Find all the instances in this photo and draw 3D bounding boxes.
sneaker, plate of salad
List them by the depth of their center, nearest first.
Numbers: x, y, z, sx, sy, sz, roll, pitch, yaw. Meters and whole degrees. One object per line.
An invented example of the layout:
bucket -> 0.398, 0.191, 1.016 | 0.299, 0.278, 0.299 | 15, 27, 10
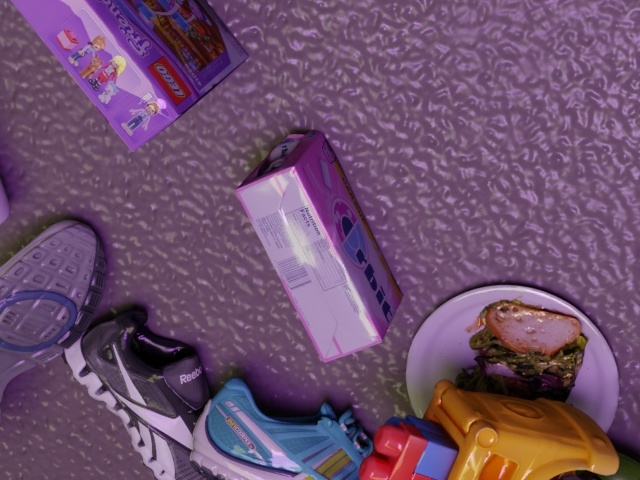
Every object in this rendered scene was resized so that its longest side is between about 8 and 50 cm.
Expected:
plate of salad -> 0.176, 0.137, 1.362 | 0.200, 0.048, 0.200 | 5, 112, 12
sneaker -> 0.014, 0.214, 1.402 | 0.275, 0.107, 0.110 | 22, 80, -8
sneaker -> -0.327, 0.091, 1.438 | 0.111, 0.129, 0.297 | 37, 97, -35
sneaker -> -0.144, 0.161, 1.438 | 0.106, 0.078, 0.234 | -38, 95, 27

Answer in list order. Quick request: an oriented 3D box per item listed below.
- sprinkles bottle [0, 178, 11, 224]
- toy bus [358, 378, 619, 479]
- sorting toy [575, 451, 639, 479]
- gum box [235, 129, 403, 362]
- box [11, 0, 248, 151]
sprinkles bottle -> -0.402, -0.165, 1.354 | 0.121, 0.121, 0.355 | -12, 107, 19
toy bus -> 0.119, 0.233, 1.259 | 0.211, 0.149, 0.220 | 17, 102, -21
sorting toy -> 0.229, 0.287, 1.332 | 0.127, 0.126, 0.365 | 38, 126, 5
gum box -> 0.000, 0.000, 1.321 | 0.062, 0.107, 0.188 | -21, 104, 21
box -> -0.196, -0.231, 1.232 | 0.057, 0.201, 0.293 | -35, 98, 23
